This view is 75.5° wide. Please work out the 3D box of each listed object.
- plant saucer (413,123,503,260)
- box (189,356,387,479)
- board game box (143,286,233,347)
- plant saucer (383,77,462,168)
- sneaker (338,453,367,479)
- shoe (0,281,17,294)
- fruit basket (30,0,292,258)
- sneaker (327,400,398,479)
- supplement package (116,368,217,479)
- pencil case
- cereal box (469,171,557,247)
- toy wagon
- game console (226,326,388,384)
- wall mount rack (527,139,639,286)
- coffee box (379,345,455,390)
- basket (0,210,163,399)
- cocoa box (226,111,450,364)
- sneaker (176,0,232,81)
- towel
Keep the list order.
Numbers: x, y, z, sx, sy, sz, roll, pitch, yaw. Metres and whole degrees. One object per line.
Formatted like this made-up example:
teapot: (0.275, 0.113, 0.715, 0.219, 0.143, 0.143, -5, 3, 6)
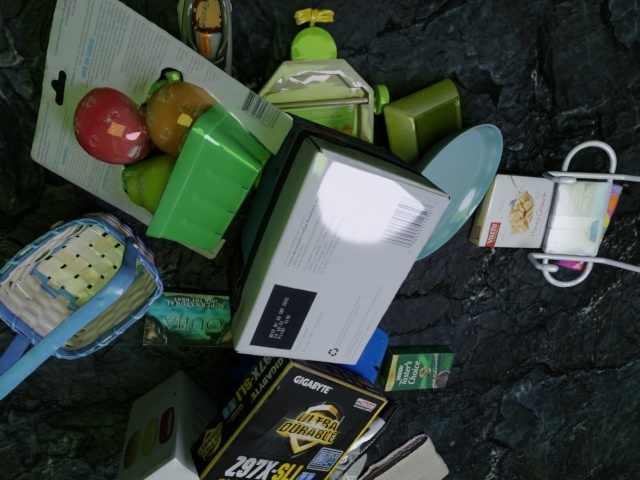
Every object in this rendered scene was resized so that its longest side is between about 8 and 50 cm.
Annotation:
plant saucer: (0.246, -0.094, 0.840, 0.317, 0.043, 0.318, -30, 143, -26)
box: (-0.045, 0.356, 0.804, 0.257, 0.079, 0.322, -51, 132, 2)
board game box: (-0.268, 0.163, 0.867, 0.186, 0.026, 0.126, 6, 108, -18)
plant saucer: (0.222, -0.202, 0.821, 0.188, 0.045, 0.188, -30, 121, -25)
sneaker: (0.057, 0.677, 1.104, 0.099, 0.121, 0.262, 24, 102, -24)
shoe: (-0.620, 0.147, 0.731, 0.058, 0.076, 0.219, 38, 98, -30)
fruit basket: (-0.261, -0.162, 0.653, 0.353, 0.165, 0.327, 34, 123, -5)
sneaker: (0.053, 0.483, 1.033, 0.330, 0.146, 0.122, -28, 147, -30)
supplement package: (-0.297, 0.410, 0.832, 0.139, 0.244, 0.134, -35, 116, -2)
pencil case: (0.655, -0.044, 1.017, 0.104, 0.104, 0.236, 4, 109, -18)
cereal box: (0.486, -0.069, 0.985, 0.240, 0.047, 0.173, 1, 109, -17)
toy wagon: (-0.006, -0.235, 0.770, 0.267, 0.068, 0.344, -8, 112, -13)
game console: (-0.023, 0.269, 0.978, 0.293, 0.173, 0.250, 37, 66, -25)
wall mount rack: (0.637, -0.034, 0.904, 0.304, 0.130, 0.350, 4, 108, 9)
coffee box: (0.251, 0.331, 1.072, 0.184, 0.040, 0.113, 5, 109, -18)
basket: (-0.390, 0.087, 0.656, 0.255, 0.289, 0.201, -40, 121, -2)
cocoa box: (0.000, 0.000, 0.711, 0.231, 0.228, 0.347, 14, 114, -24)
sneaker: (-0.191, -0.282, 0.676, 0.100, 0.108, 0.272, -3, 115, -16)
towel: (0.229, 0.696, 1.203, 0.282, 0.049, 0.187, -33, 117, -3)
